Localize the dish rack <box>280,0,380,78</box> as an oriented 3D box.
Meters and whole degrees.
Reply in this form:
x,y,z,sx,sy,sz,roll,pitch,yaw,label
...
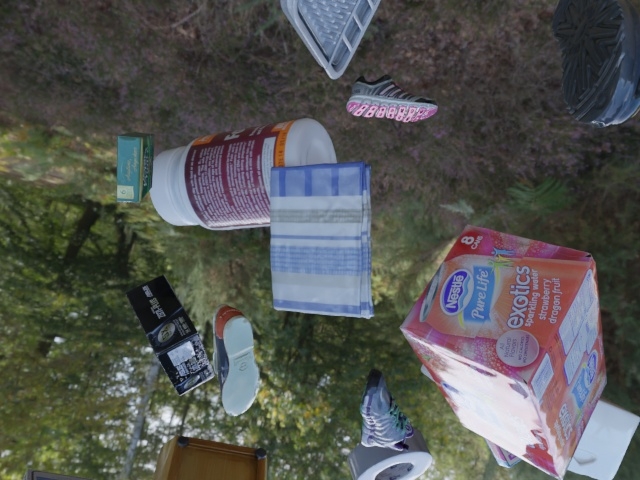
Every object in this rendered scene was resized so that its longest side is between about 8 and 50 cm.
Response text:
x,y,z,sx,sy,sz,roll,pitch,yaw,label
0.028,-0.529,1.055,0.072,0.285,0.333,28,-178,18,dish rack

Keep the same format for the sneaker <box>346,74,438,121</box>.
x,y,z,sx,sy,sz,roll,pitch,yaw,label
0.134,-0.268,0.933,0.171,0.074,0.063,4,167,-4,sneaker

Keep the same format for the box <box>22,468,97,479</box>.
x,y,z,sx,sy,sz,roll,pitch,yaw,label
-0.280,0.364,0.497,0.087,0.169,0.290,26,167,-27,box

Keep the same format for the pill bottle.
x,y,z,sx,sy,sz,roll,pitch,yaw,label
-0.177,-0.140,1.151,0.393,0.223,0.224,-3,169,24,pill bottle

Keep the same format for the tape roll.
x,y,z,sx,sy,sz,roll,pitch,yaw,label
0.186,0.592,1.356,0.219,0.219,0.072,17,-146,-32,tape roll

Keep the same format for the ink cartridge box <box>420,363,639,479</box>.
x,y,z,sx,sy,sz,roll,pitch,yaw,label
0.346,0.261,0.866,0.207,0.117,0.283,25,-178,-27,ink cartridge box

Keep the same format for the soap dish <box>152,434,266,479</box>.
x,y,z,sx,sy,sz,roll,pitch,yaw,label
-0.209,0.508,0.938,0.229,0.118,0.290,15,-153,-12,soap dish

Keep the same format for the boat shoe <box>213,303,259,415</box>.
x,y,z,sx,sy,sz,roll,pitch,yaw,label
-0.102,0.139,0.583,0.049,0.136,0.043,-17,-152,-35,boat shoe

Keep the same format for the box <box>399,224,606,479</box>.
x,y,z,sx,sy,sz,roll,pitch,yaw,label
0.232,0.139,0.596,0.142,0.154,0.300,20,156,42,box

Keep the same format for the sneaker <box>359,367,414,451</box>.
x,y,z,sx,sy,sz,roll,pitch,yaw,label
0.129,0.317,0.935,0.098,0.083,0.223,11,137,16,sneaker

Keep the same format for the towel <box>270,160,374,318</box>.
x,y,z,sx,sy,sz,roll,pitch,yaw,label
0.000,0.000,0.937,0.209,0.284,0.034,0,-176,25,towel

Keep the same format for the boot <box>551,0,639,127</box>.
x,y,z,sx,sy,sz,roll,pitch,yaw,label
0.616,-0.266,0.772,0.446,0.366,0.146,14,143,0,boot

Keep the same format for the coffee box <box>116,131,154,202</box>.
x,y,z,sx,sy,sz,roll,pitch,yaw,label
-0.330,-0.136,0.907,0.041,0.113,0.184,4,-169,-12,coffee box

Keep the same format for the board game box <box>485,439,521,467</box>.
x,y,z,sx,sy,sz,roll,pitch,yaw,label
0.523,0.421,1.409,0.242,0.316,0.064,-24,166,-13,board game box

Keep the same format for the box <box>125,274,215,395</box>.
x,y,z,sx,sy,sz,roll,pitch,yaw,label
-0.275,0.177,0.932,0.147,0.078,0.180,50,157,31,box
